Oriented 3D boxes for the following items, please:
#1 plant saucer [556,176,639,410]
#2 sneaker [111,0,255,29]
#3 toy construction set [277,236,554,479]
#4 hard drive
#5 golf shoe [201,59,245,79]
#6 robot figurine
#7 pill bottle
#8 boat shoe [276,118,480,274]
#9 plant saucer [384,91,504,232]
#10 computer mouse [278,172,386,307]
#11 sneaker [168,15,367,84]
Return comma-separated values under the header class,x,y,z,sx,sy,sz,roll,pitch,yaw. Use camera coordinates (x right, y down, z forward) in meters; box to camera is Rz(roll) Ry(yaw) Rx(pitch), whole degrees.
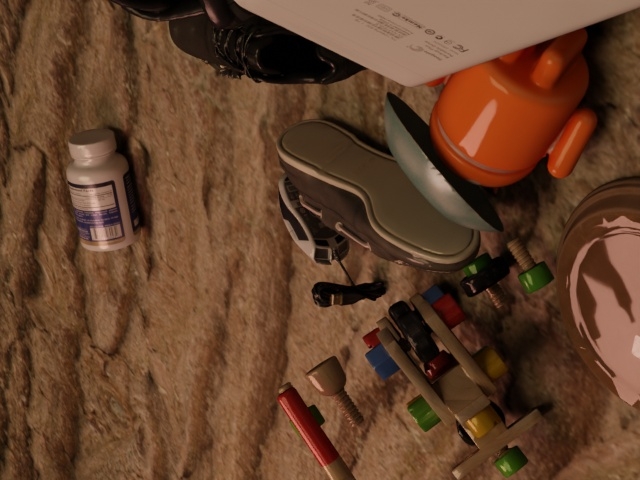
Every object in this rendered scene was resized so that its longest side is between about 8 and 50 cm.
class,x,y,z,sx,sy,sz,roll,pitch,yaw
plant saucer,0.343,0.071,1.537,0.278,0.041,0.277,29,133,38
sneaker,-0.182,-0.350,1.587,0.483,0.202,0.185,32,155,48
toy construction set,0.128,0.191,1.684,0.237,0.309,0.257,57,156,-1
hard drive,0.117,-0.232,1.320,0.353,0.233,0.047,-14,61,51
golf shoe,-0.142,-0.334,1.875,0.120,0.105,0.272,-96,-19,-65
robot figurine,0.189,-0.139,1.526,0.219,0.158,0.128,119,152,-49
pill bottle,-0.328,-0.077,2.258,0.094,0.094,0.169,19,125,45
boat shoe,0.073,-0.039,1.770,0.335,0.112,0.095,36,154,41
plant saucer,0.121,-0.074,1.616,0.037,0.195,0.195,-39,76,12
computer mouse,0.000,0.000,1.897,0.042,0.106,0.193,-45,66,47
sneaker,-0.068,-0.236,1.746,0.286,0.130,0.109,8,120,32
